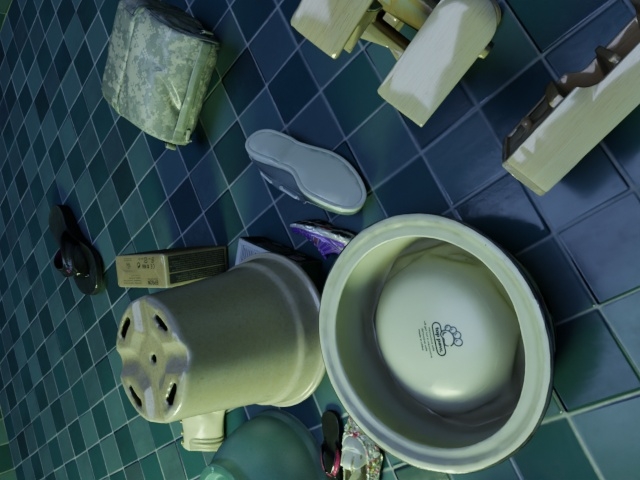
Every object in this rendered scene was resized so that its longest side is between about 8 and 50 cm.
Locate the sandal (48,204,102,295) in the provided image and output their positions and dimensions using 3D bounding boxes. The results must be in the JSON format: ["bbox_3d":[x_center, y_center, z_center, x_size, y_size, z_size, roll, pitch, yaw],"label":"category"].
[{"bbox_3d":[-0.925,0.042,1.802,0.446,0.107,0.168,45,120,29],"label":"sandal"}]

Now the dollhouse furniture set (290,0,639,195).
[{"bbox_3d":[0.230,-0.294,0.653,0.394,0.362,0.256,39,121,0],"label":"dollhouse furniture set"}]

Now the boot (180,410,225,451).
[{"bbox_3d":[-0.370,0.451,1.334,0.261,0.095,0.204,9,102,13],"label":"boot"}]

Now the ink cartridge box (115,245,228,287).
[{"bbox_3d":[-0.387,0.066,1.291,0.234,0.193,0.088,-4,93,41],"label":"ink cartridge box"}]

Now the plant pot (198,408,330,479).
[{"bbox_3d":[-0.150,0.559,1.119,0.292,0.196,0.294,4,95,41],"label":"plant pot"}]

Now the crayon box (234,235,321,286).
[{"bbox_3d":[-0.123,0.169,1.146,0.202,0.081,0.319,21,105,37],"label":"crayon box"}]

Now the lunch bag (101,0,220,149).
[{"bbox_3d":[-0.390,-0.419,1.250,0.256,0.212,0.305,42,119,31],"label":"lunch bag"}]

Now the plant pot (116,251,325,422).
[{"bbox_3d":[-0.202,0.199,0.963,0.333,0.305,0.334,2,94,39],"label":"plant pot"}]

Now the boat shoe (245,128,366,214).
[{"bbox_3d":[-0.029,-0.135,1.060,0.319,0.116,0.099,33,156,27],"label":"boat shoe"}]

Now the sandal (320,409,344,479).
[{"bbox_3d":[0.024,0.461,1.066,0.067,0.040,0.180,-13,84,40],"label":"sandal"}]

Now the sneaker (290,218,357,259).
[{"bbox_3d":[0.000,0.000,1.043,0.169,0.068,0.071,22,113,37],"label":"sneaker"}]

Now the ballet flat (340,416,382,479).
[{"bbox_3d":[0.077,0.470,0.999,0.091,0.077,0.241,-4,90,40],"label":"ballet flat"}]

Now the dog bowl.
[{"bbox_3d":[0.196,0.157,0.831,0.407,0.150,0.409,2,93,40],"label":"dog bowl"}]
